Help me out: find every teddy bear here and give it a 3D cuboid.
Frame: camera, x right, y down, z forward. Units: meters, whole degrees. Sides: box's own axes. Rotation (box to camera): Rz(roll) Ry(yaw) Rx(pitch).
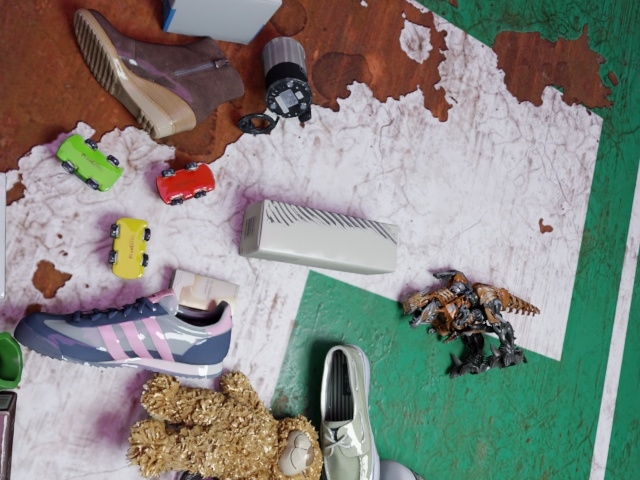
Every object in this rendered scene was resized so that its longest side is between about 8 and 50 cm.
[{"bbox_3d":[-0.138,0.319,0.893,0.338,0.113,0.245,34,28,-4],"label":"teddy bear"}]

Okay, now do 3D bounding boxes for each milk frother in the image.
[{"bbox_3d":[-0.089,-0.277,1.027,0.143,0.129,0.134,-9,50,1],"label":"milk frother"}]

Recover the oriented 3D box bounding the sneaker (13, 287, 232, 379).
[{"bbox_3d":[-0.289,0.125,0.866,0.319,0.112,0.131,14,98,-31],"label":"sneaker"}]

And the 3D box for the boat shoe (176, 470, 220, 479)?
[{"bbox_3d":[-0.127,0.424,0.947,0.228,0.069,0.081,19,77,-23],"label":"boat shoe"}]

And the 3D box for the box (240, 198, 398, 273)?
[{"bbox_3d":[0.000,0.000,1.029,0.275,0.113,0.094,10,80,-26],"label":"box"}]

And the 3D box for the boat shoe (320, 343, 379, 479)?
[{"bbox_3d":[0.037,0.334,0.992,0.094,0.109,0.302,32,51,-58],"label":"boat shoe"}]

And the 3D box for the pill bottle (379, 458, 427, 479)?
[{"bbox_3d":[0.207,0.563,1.027,0.334,0.188,0.188,38,70,-18],"label":"pill bottle"}]

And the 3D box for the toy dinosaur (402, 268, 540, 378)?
[{"bbox_3d":[0.329,0.160,1.156,0.322,0.164,0.218,-9,71,-5],"label":"toy dinosaur"}]

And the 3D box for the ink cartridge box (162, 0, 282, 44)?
[{"bbox_3d":[-0.177,-0.493,0.959,0.168,0.171,0.232,-1,84,-26],"label":"ink cartridge box"}]

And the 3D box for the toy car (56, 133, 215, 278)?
[{"bbox_3d":[-0.323,-0.083,0.914,0.225,0.053,0.239,41,69,-16],"label":"toy car"}]

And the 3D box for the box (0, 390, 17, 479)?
[{"bbox_3d":[-0.498,0.313,0.726,0.167,0.168,0.203,4,82,-25],"label":"box"}]

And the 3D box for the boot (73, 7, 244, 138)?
[{"bbox_3d":[-0.271,-0.309,0.961,0.207,0.090,0.248,-43,102,-35],"label":"boot"}]

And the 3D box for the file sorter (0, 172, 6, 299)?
[{"bbox_3d":[-0.571,-0.013,0.723,0.278,0.173,0.192,0,85,-26],"label":"file sorter"}]

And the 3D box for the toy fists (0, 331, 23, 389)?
[{"bbox_3d":[-0.495,0.131,0.695,0.142,0.279,0.096,-5,67,-7],"label":"toy fists"}]

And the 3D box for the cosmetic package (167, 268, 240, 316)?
[{"bbox_3d":[-0.202,0.091,0.960,0.115,0.041,0.060,15,78,-23],"label":"cosmetic package"}]
